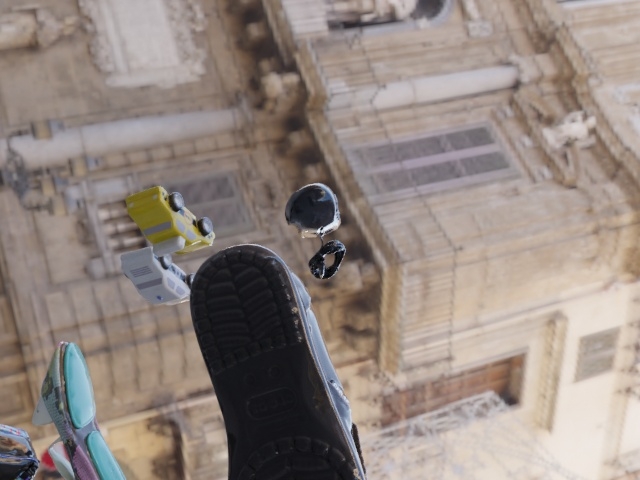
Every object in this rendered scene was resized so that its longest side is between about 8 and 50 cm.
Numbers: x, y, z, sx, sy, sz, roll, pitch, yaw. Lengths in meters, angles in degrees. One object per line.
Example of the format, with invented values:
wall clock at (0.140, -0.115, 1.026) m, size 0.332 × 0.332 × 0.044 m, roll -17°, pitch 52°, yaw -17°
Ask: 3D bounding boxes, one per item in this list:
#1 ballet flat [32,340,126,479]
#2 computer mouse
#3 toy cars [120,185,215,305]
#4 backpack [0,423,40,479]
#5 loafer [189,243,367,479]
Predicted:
ballet flat at (-0.308, 0.237, 1.253) m, size 0.077 × 0.079 × 0.221 m, roll -38°, pitch 109°, yaw -74°
computer mouse at (0.000, 0.000, 1.364) m, size 0.242 × 0.071 × 0.041 m, roll 75°, pitch -6°, yaw -61°
toy cars at (-0.303, 0.039, 1.975) m, size 0.393 × 0.177 × 0.087 m, roll 111°, pitch -16°, yaw -55°
backpack at (-0.589, 0.414, 1.750) m, size 0.173 × 0.158 × 0.117 m, roll -62°, pitch -145°, yaw 16°
loafer at (-0.015, 0.181, 0.935) m, size 0.130 × 0.134 × 0.365 m, roll 0°, pitch 80°, yaw -74°
